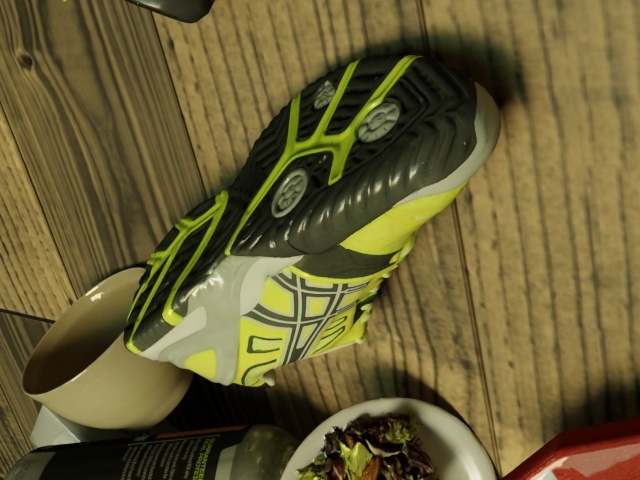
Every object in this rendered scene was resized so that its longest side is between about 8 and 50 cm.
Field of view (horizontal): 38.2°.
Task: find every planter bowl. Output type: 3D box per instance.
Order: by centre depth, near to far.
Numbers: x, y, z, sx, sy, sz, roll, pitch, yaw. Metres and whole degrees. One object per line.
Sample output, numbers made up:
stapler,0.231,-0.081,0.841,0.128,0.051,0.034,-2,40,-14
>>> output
planter bowl,-0.193,0.120,0.906,0.162,0.162,0.109,-14,126,44

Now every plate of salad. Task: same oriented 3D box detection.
plate of salad,0.059,0.228,0.746,0.200,0.200,0.048,56,168,-8

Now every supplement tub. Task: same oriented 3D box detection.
supplement tub,-0.127,0.276,0.864,0.316,0.193,0.193,-9,116,14

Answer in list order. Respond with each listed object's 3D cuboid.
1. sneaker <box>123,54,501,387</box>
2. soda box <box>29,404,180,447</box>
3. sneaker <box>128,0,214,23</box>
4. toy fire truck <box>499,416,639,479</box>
sneaker,0.000,0.000,0.698,0.147,0.145,0.385,29,140,-25
soda box,-0.190,0.273,1.041,0.286,0.098,0.091,43,136,8
sneaker,-0.168,-0.235,0.660,0.235,0.084,0.097,21,98,-1
toy fire truck,0.274,0.235,0.620,0.302,0.169,0.254,46,113,2
